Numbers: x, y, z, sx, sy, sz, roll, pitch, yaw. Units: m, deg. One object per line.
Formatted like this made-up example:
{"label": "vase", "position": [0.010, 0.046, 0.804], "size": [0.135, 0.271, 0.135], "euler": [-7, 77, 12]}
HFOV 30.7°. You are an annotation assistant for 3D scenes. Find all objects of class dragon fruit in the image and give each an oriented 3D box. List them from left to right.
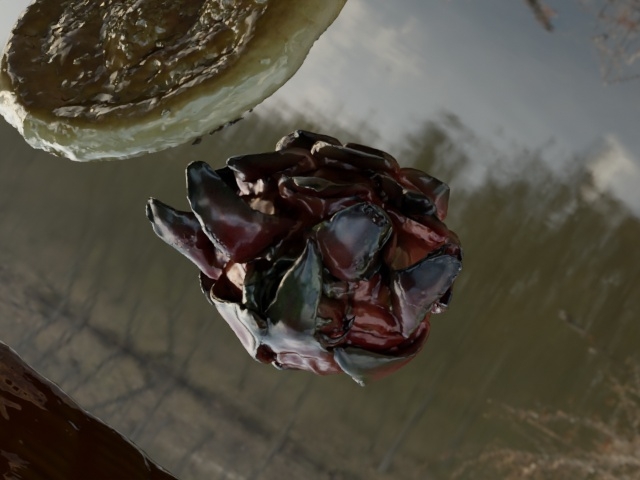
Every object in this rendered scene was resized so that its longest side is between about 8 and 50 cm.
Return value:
{"label": "dragon fruit", "position": [0.004, 0.005, 0.537], "size": [0.121, 0.130, 0.142], "euler": [55, -154, 15]}

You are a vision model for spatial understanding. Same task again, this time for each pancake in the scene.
{"label": "pancake", "position": [-0.056, -0.092, 0.443], "size": [0.158, 0.158, 0.028], "euler": [22, 156, 42]}

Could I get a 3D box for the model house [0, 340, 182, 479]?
{"label": "model house", "position": [-0.116, 0.157, 0.389], "size": [0.199, 0.219, 0.229], "euler": [-85, -14, -68]}
